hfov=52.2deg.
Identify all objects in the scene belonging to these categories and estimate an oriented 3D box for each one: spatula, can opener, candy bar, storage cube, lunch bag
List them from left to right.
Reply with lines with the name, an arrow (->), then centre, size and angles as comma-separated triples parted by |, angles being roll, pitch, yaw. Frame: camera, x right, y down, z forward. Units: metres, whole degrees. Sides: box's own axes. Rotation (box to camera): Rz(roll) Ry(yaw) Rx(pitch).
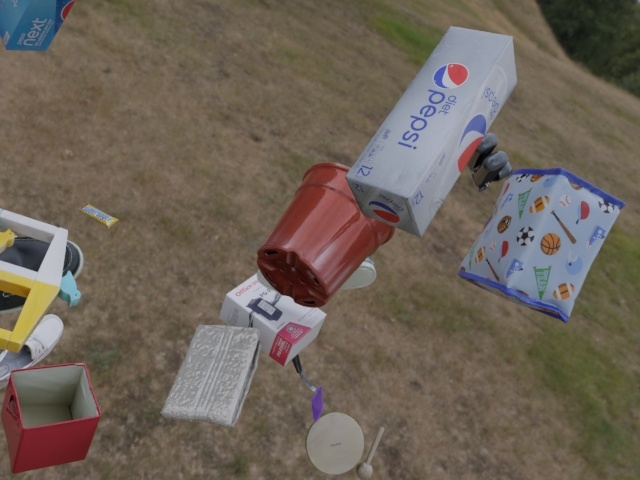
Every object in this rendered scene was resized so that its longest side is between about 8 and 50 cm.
storage cube -> -0.703, 0.454, 1.689 | 0.215, 0.193, 0.184 | -1, 41, -37
candy bar -> -0.660, -0.074, 1.942 | 0.161, 0.018, 0.040 | 25, 62, 32
spatula -> -0.045, 0.398, 1.898 | 0.297, 0.030, 0.084 | 67, 28, -21
can opener -> 0.343, -0.160, 1.305 | 0.076, 0.095, 0.283 | 63, 4, 7
lunch bag -> 0.527, -0.001, 1.666 | 0.238, 0.328, 0.385 | 27, -1, -15

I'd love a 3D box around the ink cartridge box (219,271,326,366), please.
ink cartridge box -> -0.133, 0.209, 1.810 | 0.237, 0.100, 0.172 | 34, 38, 17

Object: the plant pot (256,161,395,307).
plant pot -> 0.000, 0.000, 1.568 | 0.272, 0.272, 0.265 | 36, 57, 4

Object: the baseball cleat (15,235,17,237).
baseball cleat -> -0.905, 0.050, 1.864 | 0.109, 0.072, 0.206 | 33, 22, 3

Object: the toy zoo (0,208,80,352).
toy zoo -> -0.460, 0.031, 0.848 | 0.293, 0.030, 0.192 | 20, 46, -17

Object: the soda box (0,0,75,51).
soda box -> -0.419, -0.379, 0.987 | 0.071, 0.210, 0.067 | -16, 74, -50

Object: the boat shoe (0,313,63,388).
boat shoe -> -0.822, 0.308, 1.838 | 0.098, 0.096, 0.277 | 47, 47, -12

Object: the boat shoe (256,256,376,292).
boat shoe -> -0.012, 0.075, 1.774 | 0.319, 0.116, 0.099 | -3, 40, 1

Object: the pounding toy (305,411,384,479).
pounding toy -> 0.058, 0.630, 2.033 | 0.236, 0.110, 0.183 | 19, 77, -11

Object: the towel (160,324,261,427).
towel -> -0.261, 0.327, 1.618 | 0.187, 0.049, 0.282 | 3, 44, 15

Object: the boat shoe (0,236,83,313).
boat shoe -> -0.569, 0.051, 1.061 | 0.339, 0.113, 0.127 | -6, 71, -8

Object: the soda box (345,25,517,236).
soda box -> 0.156, -0.151, 0.873 | 0.098, 0.091, 0.286 | 22, 68, 31
